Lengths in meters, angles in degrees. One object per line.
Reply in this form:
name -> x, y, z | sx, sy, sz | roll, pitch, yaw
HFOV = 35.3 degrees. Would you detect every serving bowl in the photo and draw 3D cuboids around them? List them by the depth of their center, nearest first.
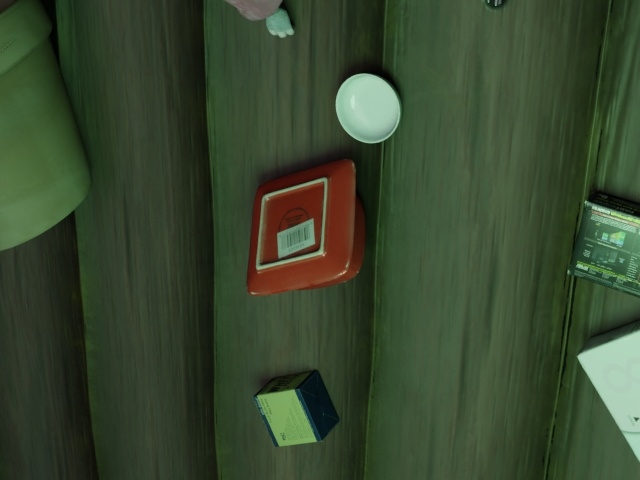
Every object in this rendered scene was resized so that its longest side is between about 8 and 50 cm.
serving bowl -> 0.061, -0.158, 1.184 | 0.083, 0.027, 0.083 | 13, 118, 26

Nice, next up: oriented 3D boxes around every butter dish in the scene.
butter dish -> 0.000, 0.000, 1.245 | 0.160, 0.118, 0.159 | -14, 60, 34

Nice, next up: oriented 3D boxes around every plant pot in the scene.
plant pot -> -0.457, -0.149, 1.355 | 0.323, 0.323, 0.280 | -9, 123, 33

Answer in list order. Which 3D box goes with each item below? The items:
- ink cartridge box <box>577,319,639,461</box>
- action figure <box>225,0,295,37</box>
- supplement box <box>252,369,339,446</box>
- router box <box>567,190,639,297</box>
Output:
ink cartridge box -> 0.427, 0.157, 1.092 | 0.232, 0.066, 0.189 | -28, 95, 41
action figure -> -0.053, -0.326, 1.042 | 0.370, 0.275, 0.248 | -17, 108, 21
supplement box -> -0.034, 0.234, 1.398 | 0.083, 0.056, 0.083 | -16, 103, 34
router box -> 0.338, 0.009, 1.087 | 0.123, 0.038, 0.092 | 20, 121, 22
